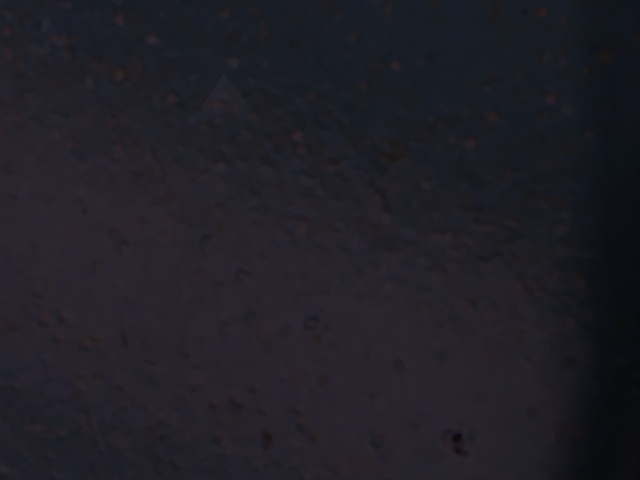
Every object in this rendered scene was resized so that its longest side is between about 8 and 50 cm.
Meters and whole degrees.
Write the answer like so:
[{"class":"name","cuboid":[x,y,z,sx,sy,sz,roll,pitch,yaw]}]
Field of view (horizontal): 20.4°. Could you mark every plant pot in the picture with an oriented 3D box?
[{"class":"plant pot","cuboid":[-0.017,0.003,0.436,0.248,0.252,0.247,21,13,13]}]
